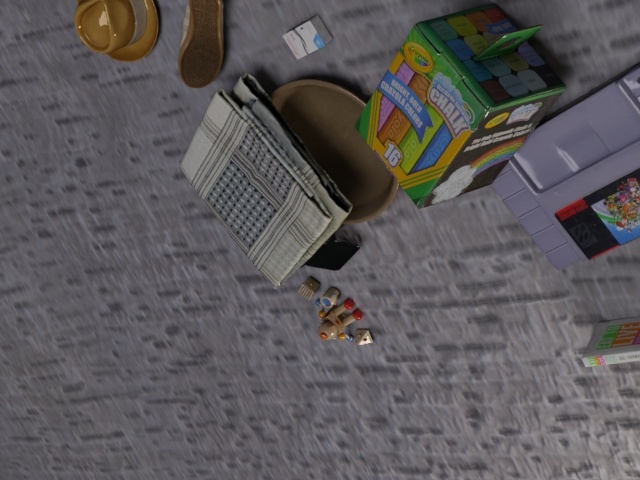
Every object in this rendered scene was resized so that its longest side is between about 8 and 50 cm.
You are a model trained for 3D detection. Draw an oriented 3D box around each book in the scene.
[{"bbox_3d":[0.498,0.161,1.957,0.144,0.096,0.035,-14,113,40],"label":"book"}]

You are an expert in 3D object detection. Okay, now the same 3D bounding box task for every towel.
[{"bbox_3d":[-0.111,-0.095,2.157,0.312,0.056,0.324,53,143,8],"label":"towel"}]

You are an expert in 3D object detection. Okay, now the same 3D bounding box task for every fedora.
[{"bbox_3d":[-0.376,-0.392,2.168,0.194,0.079,0.194,18,129,23],"label":"fedora"}]

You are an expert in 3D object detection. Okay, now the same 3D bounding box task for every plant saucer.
[{"bbox_3d":[0.018,-0.155,2.098,0.278,0.041,0.278,19,131,23],"label":"plant saucer"}]

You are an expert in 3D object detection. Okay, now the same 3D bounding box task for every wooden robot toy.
[{"bbox_3d":[0.022,0.148,2.291,0.173,0.079,0.076,48,135,-6],"label":"wooden robot toy"}]

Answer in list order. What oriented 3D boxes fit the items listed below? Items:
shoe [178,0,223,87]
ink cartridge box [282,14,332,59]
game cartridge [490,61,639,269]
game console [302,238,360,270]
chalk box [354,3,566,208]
[{"bbox_3d":[-0.199,-0.354,2.098,0.076,0.058,0.219,7,137,-8],"label":"shoe"},{"bbox_3d":[-0.027,-0.329,2.009,0.083,0.028,0.048,-21,108,43],"label":"ink cartridge box"},{"bbox_3d":[0.428,-0.105,1.840,0.355,0.068,0.230,-32,96,44],"label":"game cartridge"},{"bbox_3d":[0.000,0.000,2.214,0.107,0.071,0.122,61,151,11],"label":"game console"},{"bbox_3d":[0.213,-0.218,1.788,0.179,0.180,0.289,53,137,21],"label":"chalk box"}]
